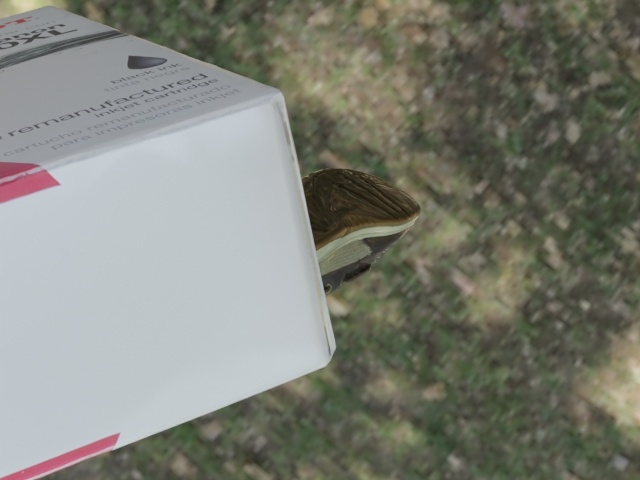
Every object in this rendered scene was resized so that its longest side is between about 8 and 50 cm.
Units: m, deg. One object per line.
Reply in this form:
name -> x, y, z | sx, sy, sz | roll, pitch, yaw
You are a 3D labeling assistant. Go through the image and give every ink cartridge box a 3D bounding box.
ink cartridge box -> -0.127, -0.004, 0.598 | 0.237, 0.172, 0.100 | 28, 133, 60

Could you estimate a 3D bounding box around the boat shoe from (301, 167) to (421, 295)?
boat shoe -> 0.000, 0.000, 0.854 | 0.056, 0.152, 0.049 | 34, 115, 22
